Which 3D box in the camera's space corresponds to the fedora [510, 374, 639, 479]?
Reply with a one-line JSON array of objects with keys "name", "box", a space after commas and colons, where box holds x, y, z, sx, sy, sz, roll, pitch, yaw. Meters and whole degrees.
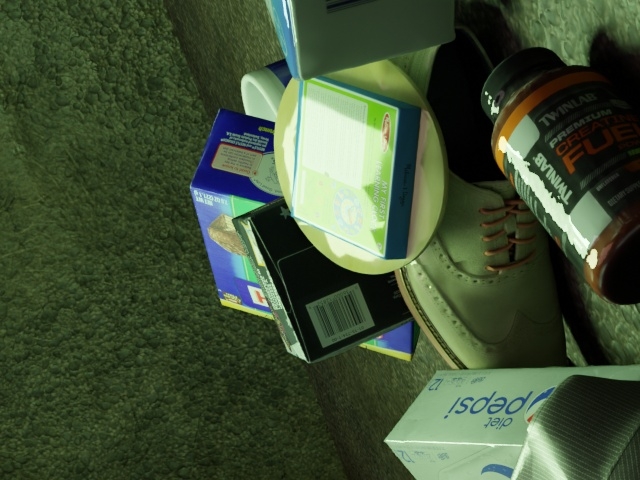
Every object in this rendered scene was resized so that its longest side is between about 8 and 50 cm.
[{"name": "fedora", "box": [0.213, 0.176, 0.975, 0.124, 0.243, 0.275, 26, 158, 35]}]

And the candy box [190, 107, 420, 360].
[{"name": "candy box", "box": [0.000, 0.000, 1.684, 0.317, 0.268, 0.122, 82, -155, -62]}]

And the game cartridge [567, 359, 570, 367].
[{"name": "game cartridge", "box": [0.293, 0.267, 1.364, 0.355, 0.068, 0.230, 50, 165, 56]}]

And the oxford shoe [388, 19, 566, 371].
[{"name": "oxford shoe", "box": [0.142, -0.015, 1.278, 0.397, 0.140, 0.146, 66, 163, -12]}]

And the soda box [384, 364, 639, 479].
[{"name": "soda box", "box": [0.188, 0.175, 1.224, 0.091, 0.098, 0.286, 51, 150, -19]}]

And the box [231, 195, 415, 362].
[{"name": "box", "box": [0.058, 0.003, 1.420, 0.142, 0.247, 0.163, -177, 64, -80]}]

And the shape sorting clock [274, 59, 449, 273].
[{"name": "shape sorting clock", "box": [0.035, -0.071, 1.257, 0.206, 0.040, 0.206, 18, 114, 45]}]

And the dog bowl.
[{"name": "dog bowl", "box": [-0.007, -0.121, 1.889, 0.265, 0.104, 0.265, 62, 169, 21]}]

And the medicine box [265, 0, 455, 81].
[{"name": "medicine box", "box": [-0.001, -0.330, 1.143, 0.263, 0.149, 0.289, 82, 170, -56]}]

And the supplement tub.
[{"name": "supplement tub", "box": [0.192, -0.054, 1.004, 0.198, 0.106, 0.106, 58, 167, 37]}]
